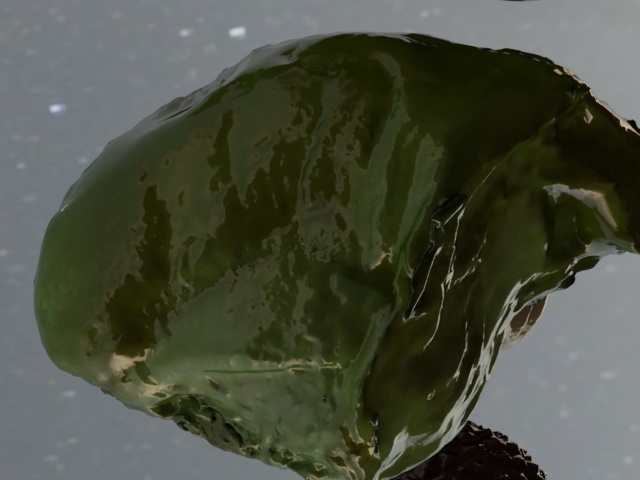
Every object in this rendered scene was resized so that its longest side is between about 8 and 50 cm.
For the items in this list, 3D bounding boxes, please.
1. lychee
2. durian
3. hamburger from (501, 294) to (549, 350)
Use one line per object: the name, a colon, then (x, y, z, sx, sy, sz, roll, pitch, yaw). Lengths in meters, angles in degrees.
lychee: (0.105, 0.231, 1.638, 0.188, 0.188, 0.188, 9, -102, -50)
durian: (0.000, 0.000, 1.118, 0.204, 0.340, 0.256, 65, -137, -61)
hamburger: (0.089, -0.032, 1.753, 0.151, 0.227, 0.295, -4, -123, -40)
